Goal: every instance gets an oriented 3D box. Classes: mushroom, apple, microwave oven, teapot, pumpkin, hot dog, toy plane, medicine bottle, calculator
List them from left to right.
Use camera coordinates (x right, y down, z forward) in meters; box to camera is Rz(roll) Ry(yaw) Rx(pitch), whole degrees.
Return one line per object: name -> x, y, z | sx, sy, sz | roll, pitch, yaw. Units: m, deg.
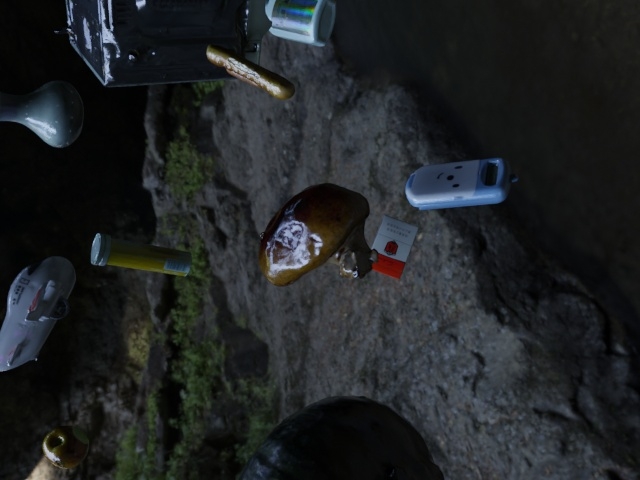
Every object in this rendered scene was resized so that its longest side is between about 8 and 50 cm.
teapot -> -0.775, -0.347, 1.521 | 0.184, 0.251, 0.183 | -1, 88, 53
toy plane -> -0.586, 0.144, 1.152 | 0.118, 0.252, 0.252 | 34, -165, -27
apple -> -0.678, 0.548, 1.512 | 0.114, 0.099, 0.102 | 46, 170, 40
medicine bottle -> -0.415, 0.038, 1.332 | 0.074, 0.218, 0.073 | -25, 59, 50
microwave oven -> -0.219, -0.420, 0.811 | 0.218, 0.287, 0.354 | 46, 138, 38
hot dog -> -0.086, -0.209, 0.710 | 0.137, 0.044, 0.028 | 30, 118, 22
medicine bottle -> -0.072, -0.589, 1.494 | 0.229, 0.083, 0.121 | 25, 109, 33
mushroom -> 0.000, 0.000, 1.441 | 0.259, 0.345, 0.345 | 47, 176, -5
pumpkin -> 0.028, 0.510, 1.060 | 0.344, 0.455, 0.453 | 26, 137, 46
calculator -> 0.266, -0.109, 1.084 | 0.121, 0.211, 0.039 | -67, -36, -43

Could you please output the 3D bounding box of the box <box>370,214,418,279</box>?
box -> 0.191, 0.017, 1.540 | 0.048, 0.100, 0.151 | -37, -32, -85
